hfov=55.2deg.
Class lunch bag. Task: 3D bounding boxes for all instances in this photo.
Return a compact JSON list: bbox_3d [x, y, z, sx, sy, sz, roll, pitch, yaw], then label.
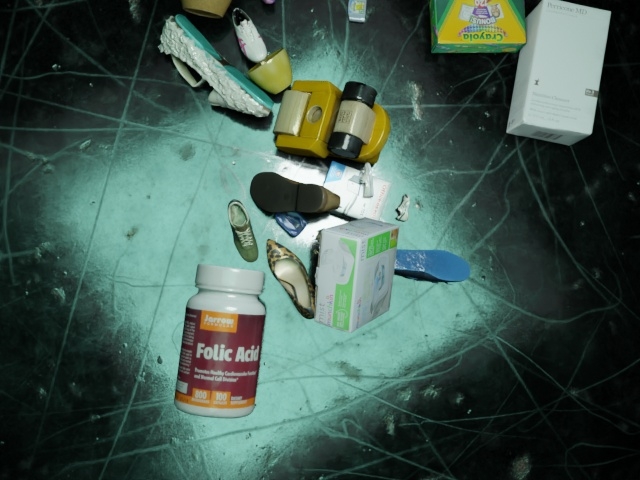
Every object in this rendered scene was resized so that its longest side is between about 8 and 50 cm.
[{"bbox_3d":[-0.088,-0.063,1.801,0.098,0.065,0.067,44,84,-1],"label":"lunch bag"}]

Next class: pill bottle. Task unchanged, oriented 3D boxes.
[{"bbox_3d":[-0.269,0.269,1.687,0.223,0.224,0.393,6,86,-4],"label":"pill bottle"}]

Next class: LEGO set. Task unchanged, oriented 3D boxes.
[{"bbox_3d":[-0.003,0.000,1.829,0.054,0.023,0.083,38,98,1],"label":"LEGO set"}]

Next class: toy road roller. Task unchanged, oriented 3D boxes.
[{"bbox_3d":[0.050,-0.326,1.789,0.329,0.240,0.203,13,85,34],"label":"toy road roller"}]

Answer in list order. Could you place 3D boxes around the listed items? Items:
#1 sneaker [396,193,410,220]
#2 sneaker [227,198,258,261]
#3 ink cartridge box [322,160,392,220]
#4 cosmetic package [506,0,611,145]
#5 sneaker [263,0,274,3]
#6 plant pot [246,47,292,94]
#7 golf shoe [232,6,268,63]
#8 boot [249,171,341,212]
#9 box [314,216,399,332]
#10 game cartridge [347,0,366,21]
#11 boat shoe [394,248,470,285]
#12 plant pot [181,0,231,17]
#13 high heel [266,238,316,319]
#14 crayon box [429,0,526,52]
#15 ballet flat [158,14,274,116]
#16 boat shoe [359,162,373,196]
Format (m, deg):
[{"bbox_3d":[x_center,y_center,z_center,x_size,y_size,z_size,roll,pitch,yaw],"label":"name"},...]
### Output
[{"bbox_3d":[0.249,-0.101,1.845,0.036,0.032,0.083,6,85,-4],"label":"sneaker"},{"bbox_3d":[-0.230,-0.029,1.778,0.064,0.086,0.192,-17,88,-5],"label":"sneaker"},{"bbox_3d":[0.098,-0.135,1.813,0.190,0.082,0.140,19,85,-1],"label":"ink cartridge box"},{"bbox_3d":[0.713,-0.503,1.843,0.217,0.156,0.385,9,87,-2],"label":"cosmetic package"},{"bbox_3d":[-0.139,-0.830,1.837,0.104,0.095,0.237,-1,86,-12],"label":"sneaker"},{"bbox_3d":[-0.137,-0.489,1.804,0.134,0.134,0.095,-37,111,-6],"label":"plant pot"},{"bbox_3d":[-0.214,-0.597,1.789,0.067,0.086,0.186,-29,67,0],"label":"golf shoe"},{"bbox_3d":[-0.076,-0.127,1.750,0.305,0.115,0.112,16,97,38],"label":"boot"},{"bbox_3d":[0.098,0.087,1.681,0.126,0.231,0.262,14,107,30],"label":"box"},{"bbox_3d":[0.112,-0.715,1.883,0.055,0.017,0.083,5,86,0],"label":"game cartridge"},{"bbox_3d":[0.311,0.070,1.816,0.258,0.089,0.109,14,72,2],"label":"boat shoe"},{"bbox_3d":[-0.320,-0.786,1.769,0.237,0.237,0.255,9,101,-4],"label":"plant pot"},{"bbox_3d":[-0.079,0.101,1.731,0.093,0.186,0.261,-32,89,-4],"label":"high heel"},{"bbox_3d":[0.478,-0.667,1.873,0.278,0.081,0.166,-2,86,-4],"label":"crayon box"},{"bbox_3d":[-0.313,-0.483,1.797,0.409,0.147,0.147,45,84,2],"label":"ballet flat"},{"bbox_3d":[0.131,-0.174,1.760,0.035,0.035,0.100,-5,91,-8],"label":"boat shoe"}]
